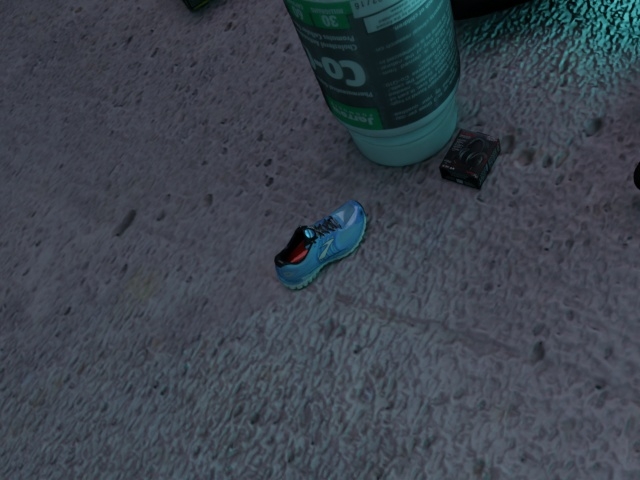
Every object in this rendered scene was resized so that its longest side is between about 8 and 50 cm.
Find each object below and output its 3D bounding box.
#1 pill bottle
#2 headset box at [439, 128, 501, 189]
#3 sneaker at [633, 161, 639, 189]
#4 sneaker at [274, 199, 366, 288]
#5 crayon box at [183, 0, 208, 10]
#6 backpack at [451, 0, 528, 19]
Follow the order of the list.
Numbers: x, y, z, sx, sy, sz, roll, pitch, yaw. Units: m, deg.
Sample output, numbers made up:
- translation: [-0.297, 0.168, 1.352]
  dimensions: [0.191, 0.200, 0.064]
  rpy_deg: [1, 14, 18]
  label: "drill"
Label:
- translation: [0.082, -0.273, 0.890]
  dimensions: [0.204, 0.361, 0.204]
  rpy_deg: [-9, 58, 15]
  label: "pill bottle"
- translation: [0.221, -0.123, 0.952]
  dimensions: [0.062, 0.032, 0.083]
  rpy_deg: [23, 72, 29]
  label: "headset box"
- translation: [0.531, -0.240, 0.821]
  dimensions: [0.202, 0.185, 0.483]
  rpy_deg: [20, 68, 24]
  label: "sneaker"
- translation: [0.000, 0.000, 0.933]
  dimensions: [0.162, 0.073, 0.063]
  rpy_deg: [-43, 56, -8]
  label: "sneaker"
- translation: [-0.211, -0.706, 1.346]
  dimensions: [0.363, 0.106, 0.313]
  rpy_deg: [-35, 77, -3]
  label: "crayon box"
- translation: [0.281, -0.560, 1.056]
  dimensions: [0.290, 0.273, 0.355]
  rpy_deg: [-18, 91, 2]
  label: "backpack"
